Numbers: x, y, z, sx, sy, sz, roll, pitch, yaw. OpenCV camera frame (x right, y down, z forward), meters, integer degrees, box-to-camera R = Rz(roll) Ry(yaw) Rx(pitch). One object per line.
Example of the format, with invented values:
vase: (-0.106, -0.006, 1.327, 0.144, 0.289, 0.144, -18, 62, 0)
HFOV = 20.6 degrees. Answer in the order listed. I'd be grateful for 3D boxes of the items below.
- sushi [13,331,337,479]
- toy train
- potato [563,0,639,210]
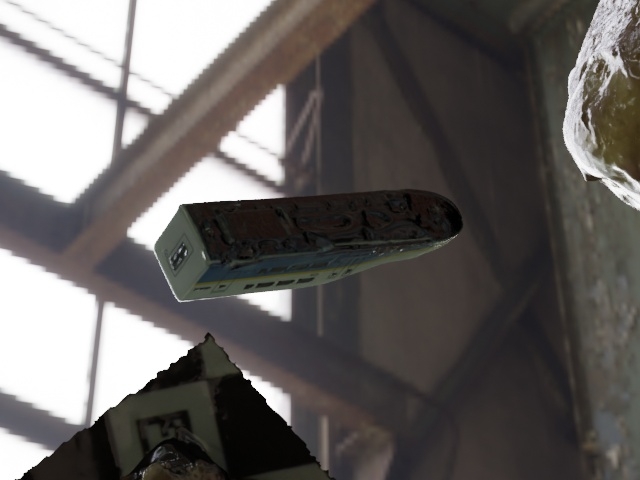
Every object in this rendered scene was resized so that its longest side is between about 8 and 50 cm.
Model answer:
sushi: (-0.083, 0.248, 0.950, 0.292, 0.059, 0.294, -39, -81, 6)
toy train: (0.000, 0.000, 1.187, 0.234, 0.052, 0.051, -5, -32, -41)
potato: (0.311, -0.136, 1.414, 0.237, 0.301, 0.289, -37, -13, 21)
